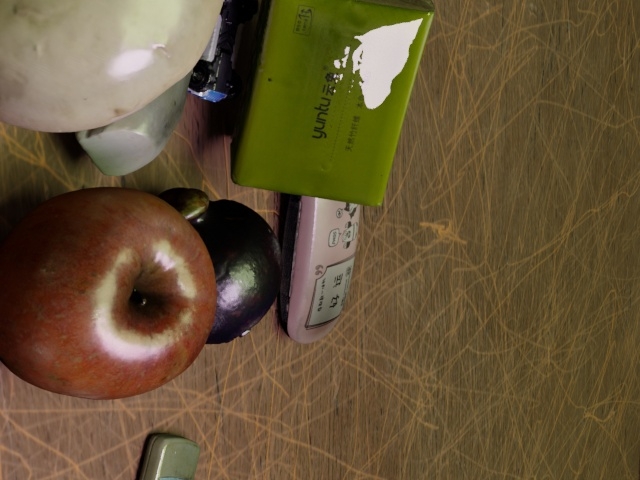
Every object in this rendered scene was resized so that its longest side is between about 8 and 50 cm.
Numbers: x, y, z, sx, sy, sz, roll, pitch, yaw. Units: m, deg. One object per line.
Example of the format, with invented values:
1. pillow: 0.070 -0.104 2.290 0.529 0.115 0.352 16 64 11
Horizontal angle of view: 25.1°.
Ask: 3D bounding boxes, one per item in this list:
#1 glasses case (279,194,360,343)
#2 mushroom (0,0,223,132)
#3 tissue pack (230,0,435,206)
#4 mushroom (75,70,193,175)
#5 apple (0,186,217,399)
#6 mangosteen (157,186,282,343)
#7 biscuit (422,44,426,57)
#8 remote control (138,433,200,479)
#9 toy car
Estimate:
1. glasses case: 0.000 0.000 2.073 0.122 0.075 0.314 -18 121 -49
2. mushroom: -0.230 -0.244 1.437 0.336 0.314 0.314 56 48 -79
3. tissue pack: 0.008 -0.205 1.807 0.167 0.200 0.274 -98 -160 -60
4. mushroom: -0.199 -0.195 1.661 0.118 0.103 0.270 70 29 -54
5. apple: -0.244 0.060 1.544 0.253 0.253 0.253 -28 123 -55
6. mangosteen: -0.152 0.016 1.738 0.230 0.194 0.194 54 47 -19
7. biscuit: 0.136 -0.329 2.281 0.140 0.023 0.118 -40 133 -48
8. remote control: -0.215 0.368 1.868 0.098 0.038 0.233 25 78 -60
9. toy car: -0.132 -0.258 1.774 0.080 0.070 0.170 7 94 -62
